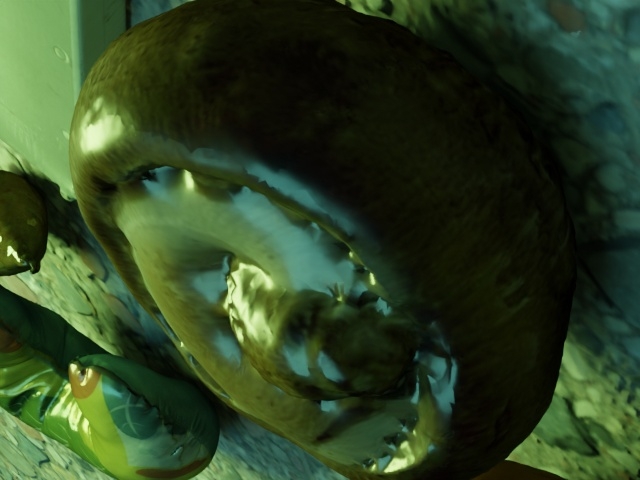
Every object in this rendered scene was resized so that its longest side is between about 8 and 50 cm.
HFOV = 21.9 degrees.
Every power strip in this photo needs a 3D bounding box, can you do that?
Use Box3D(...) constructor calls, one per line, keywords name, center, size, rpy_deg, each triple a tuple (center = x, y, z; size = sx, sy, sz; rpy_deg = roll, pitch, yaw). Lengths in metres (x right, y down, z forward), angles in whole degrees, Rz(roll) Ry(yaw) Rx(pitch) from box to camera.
Box3D(name="power strip", center=(-0.154, -0.144, 0.891), size=(0.106, 0.043, 0.367), rpy_deg=(38, 152, 16))

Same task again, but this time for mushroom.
Box3D(name="mushroom", center=(0.000, 0.000, 0.743), size=(0.253, 0.153, 0.253), rpy_deg=(32, 149, 22))

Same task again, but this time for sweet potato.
Box3D(name="sweet potato", center=(-0.239, -0.014, 1.168), size=(0.075, 0.075, 0.269), rpy_deg=(54, 163, -15))

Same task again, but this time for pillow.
Box3D(name="pillow", center=(-0.176, 0.094, 1.159), size=(0.233, 0.086, 0.214), rpy_deg=(28, 164, 19))

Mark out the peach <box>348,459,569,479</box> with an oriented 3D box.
Box3D(name="peach", center=(0.078, 0.271, 0.821), size=(0.343, 0.343, 0.301), rpy_deg=(32, 167, 26))
